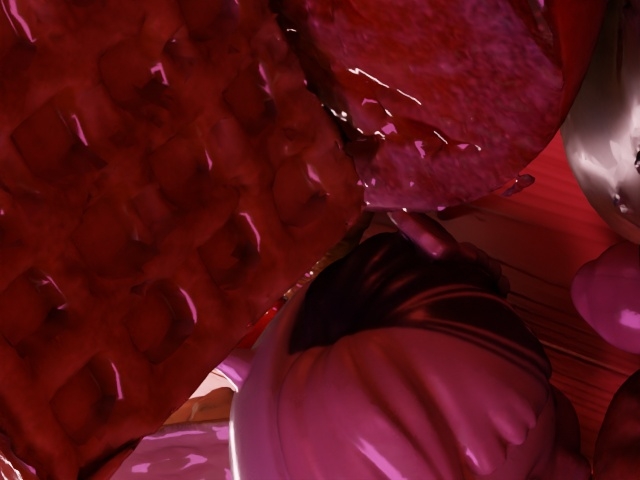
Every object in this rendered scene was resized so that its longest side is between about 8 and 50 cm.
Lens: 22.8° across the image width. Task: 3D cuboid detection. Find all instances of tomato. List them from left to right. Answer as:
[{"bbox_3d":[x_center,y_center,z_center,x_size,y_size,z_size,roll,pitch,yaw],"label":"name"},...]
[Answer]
[{"bbox_3d":[-0.008,-0.173,0.698,0.338,0.144,0.338,26,143,21],"label":"tomato"}]

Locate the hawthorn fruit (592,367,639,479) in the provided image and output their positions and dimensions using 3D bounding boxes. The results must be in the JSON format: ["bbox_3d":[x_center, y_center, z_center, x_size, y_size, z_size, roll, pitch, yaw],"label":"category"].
[{"bbox_3d":[0.241,0.145,0.974,0.149,0.149,0.189,20,173,21],"label":"hawthorn fruit"}]

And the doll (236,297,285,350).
[{"bbox_3d":[-0.058,0.073,1.225,0.109,0.057,0.169,17,151,22],"label":"doll"}]

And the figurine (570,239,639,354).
[{"bbox_3d":[0.188,0.032,0.910,0.083,0.067,0.071,-7,156,28],"label":"figurine"}]

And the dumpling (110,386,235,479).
[{"bbox_3d":[-0.066,0.223,1.264,0.315,0.233,0.395,15,149,-28],"label":"dumpling"}]

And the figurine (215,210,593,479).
[{"bbox_3d":[0.072,0.172,1.018,0.211,0.253,0.361,-19,131,9],"label":"figurine"}]

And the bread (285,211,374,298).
[{"bbox_3d":[0.000,0.000,1.066,0.052,0.044,0.157,24,153,1],"label":"bread"}]

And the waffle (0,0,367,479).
[{"bbox_3d":[-0.121,-0.076,0.605,0.091,0.213,0.308,8,134,44],"label":"waffle"}]

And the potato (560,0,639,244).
[{"bbox_3d":[0.184,-0.069,0.659,0.248,0.143,0.169,129,123,-66],"label":"potato"}]
